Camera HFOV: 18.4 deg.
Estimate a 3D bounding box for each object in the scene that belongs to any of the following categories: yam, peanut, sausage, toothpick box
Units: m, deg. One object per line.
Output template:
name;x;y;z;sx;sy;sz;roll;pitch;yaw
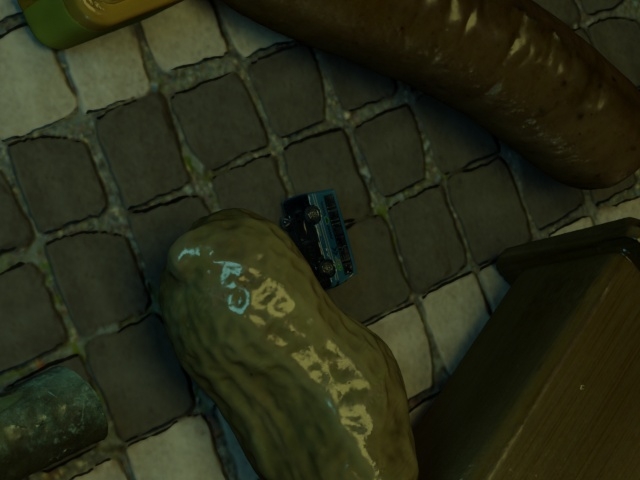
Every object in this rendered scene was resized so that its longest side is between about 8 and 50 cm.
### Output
yam;-0.237;0.148;1.444;0.169;0.068;0.068;-25;94;-39
peanut;-0.019;0.106;1.576;0.291;0.143;0.159;56;19;-5
sausage;0.105;-0.184;1.748;0.500;0.123;0.136;25;94;-30
toothpick box;0.196;0.161;1.698;0.187;0.190;0.308;48;59;-20

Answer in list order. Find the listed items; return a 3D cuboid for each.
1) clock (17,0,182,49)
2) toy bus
clock;-0.190;-0.265;1.563;0.143;0.096;0.202;-28;97;-41
toy bus;0.000;0.000;1.674;0.046;0.038;0.083;-15;88;-41
